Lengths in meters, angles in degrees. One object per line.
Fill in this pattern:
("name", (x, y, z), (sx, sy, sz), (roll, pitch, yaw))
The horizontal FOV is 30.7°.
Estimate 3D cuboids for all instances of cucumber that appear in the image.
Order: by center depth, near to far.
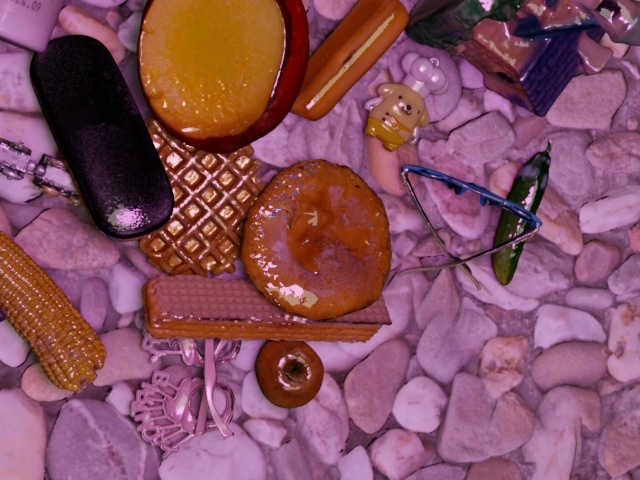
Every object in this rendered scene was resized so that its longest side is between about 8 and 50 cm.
("cucumber", (0.326, -0.049, 1.903), (0.056, 0.056, 0.250), (18, 93, -16))

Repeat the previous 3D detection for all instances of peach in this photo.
("peach", (-0.127, -0.255, 1.664), (0.245, 0.248, 0.275), (13, 82, -53))

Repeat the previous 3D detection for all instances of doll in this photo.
("doll", (0.135, -0.219, 1.827), (0.106, 0.062, 0.162), (35, 86, -20))

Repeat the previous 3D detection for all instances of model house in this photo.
("model house", (0.327, -0.332, 1.736), (0.280, 0.312, 0.245), (37, 84, -13))

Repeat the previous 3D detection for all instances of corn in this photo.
("corn", (-0.426, 0.095, 1.709), (0.101, 0.101, 0.292), (-40, 101, -6))

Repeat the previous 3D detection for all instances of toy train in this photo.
("toy train", (-0.417, -0.105, 1.695), (0.202, 0.081, 0.060), (22, 92, -23))

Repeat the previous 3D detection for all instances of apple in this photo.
("apple", (-0.053, 0.206, 1.815), (0.114, 0.102, 0.099), (46, 72, -7))

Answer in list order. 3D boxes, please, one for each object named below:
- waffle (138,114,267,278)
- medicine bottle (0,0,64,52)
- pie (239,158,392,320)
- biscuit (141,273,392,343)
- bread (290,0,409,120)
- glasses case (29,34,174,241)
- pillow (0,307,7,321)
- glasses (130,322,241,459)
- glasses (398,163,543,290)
("waffle", (-0.201, -0.060, 1.766), (0.249, 0.056, 0.253), (12, 95, -15))
("medicine bottle", (-0.442, -0.398, 1.568), (0.238, 0.238, 0.232), (20, 91, -16))
("pie", (0.001, -0.001, 1.780), (0.273, 0.069, 0.273), (10, 69, -28))
("biscuit", (-0.081, 0.104, 1.777), (0.378, 0.094, 0.054), (3, 136, -21))
("bread", (0.036, -0.276, 1.784), (0.239, 0.092, 0.074), (-48, 138, -3))
("glasses case", (-0.312, -0.149, 1.667), (0.122, 0.082, 0.321), (-21, 77, -19))
("pillow", (-0.594, 0.087, 1.653), (0.250, 0.106, 0.186), (43, 105, -12))
("glasses", (-0.204, 0.214, 1.780), (0.162, 0.095, 0.255), (5, 93, -10))
("glasses", (0.215, -0.022, 1.861), (0.239, 0.102, 0.207), (25, 124, -1))
